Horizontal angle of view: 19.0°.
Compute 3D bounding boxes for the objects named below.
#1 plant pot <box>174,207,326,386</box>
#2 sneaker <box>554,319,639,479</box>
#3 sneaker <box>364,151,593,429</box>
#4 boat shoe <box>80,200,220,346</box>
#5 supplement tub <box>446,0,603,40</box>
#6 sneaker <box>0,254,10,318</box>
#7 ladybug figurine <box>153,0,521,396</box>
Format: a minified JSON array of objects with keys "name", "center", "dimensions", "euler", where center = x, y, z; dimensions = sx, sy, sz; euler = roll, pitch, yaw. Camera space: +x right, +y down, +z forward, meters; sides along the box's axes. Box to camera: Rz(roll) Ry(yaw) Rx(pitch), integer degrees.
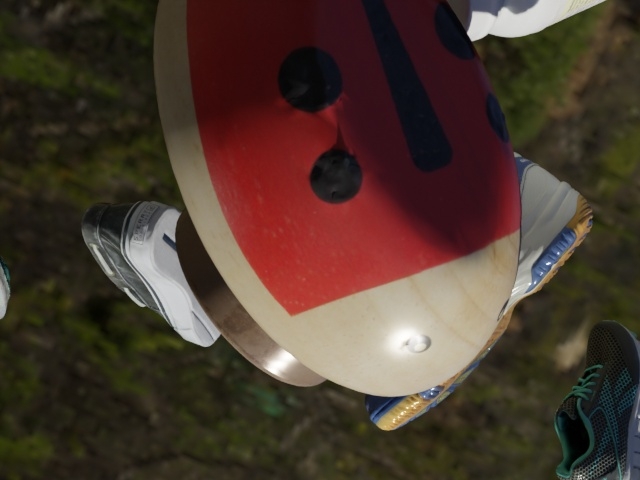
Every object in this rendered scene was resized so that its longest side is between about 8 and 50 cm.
[{"name":"plant pot","center":[0.000,0.000,2.199],"dimensions":[0.229,0.263,0.263],"euler":[-39,-153,25]},{"name":"sneaker","center":[0.232,0.139,1.606],"dimensions":[0.065,0.076,0.166],"euler":[-33,-134,49]},{"name":"sneaker","center":[0.127,0.046,1.854],"dimensions":[0.296,0.131,0.112],"euler":[-50,170,2]},{"name":"boat shoe","center":[-0.199,0.027,2.393],"dimensions":[0.121,0.119,0.335],"euler":[-65,157,-19]},{"name":"supplement tub","center":[0.217,-0.329,1.769],"dimensions":[0.325,0.235,0.235],"euler":[-25,-174,-19]},{"name":"sneaker","center":[-0.307,-0.047,1.458],"dimensions":[0.302,0.108,0.121],"euler":[68,24,-54]},{"name":"ladybug figurine","center":[0.030,-0.093,1.584],"dimensions":[0.305,0.449,0.162],"euler":[-25,180,-34]}]
